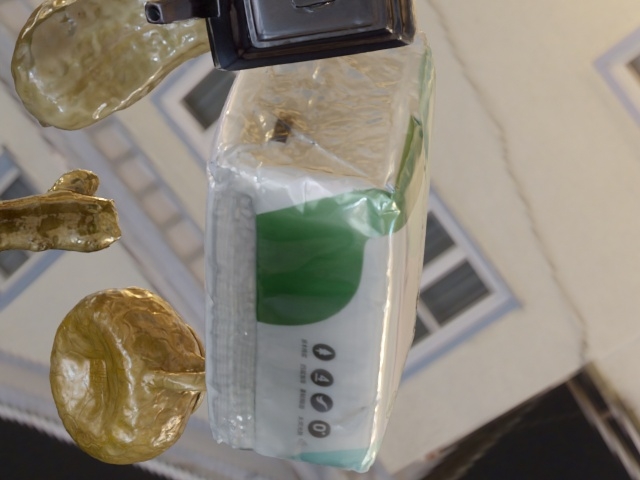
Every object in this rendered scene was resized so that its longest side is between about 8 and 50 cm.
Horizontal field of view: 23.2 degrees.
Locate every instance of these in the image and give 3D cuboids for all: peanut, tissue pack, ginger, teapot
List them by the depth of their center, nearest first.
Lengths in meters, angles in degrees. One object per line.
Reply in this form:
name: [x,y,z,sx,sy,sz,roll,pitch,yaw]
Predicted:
teapot: [-0.005,-0.136,0.831,0.096,0.177,0.087,-103,5,-75]
tissue pack: [0.002,0.001,1.480,0.194,0.356,0.266,8,-140,7]
peanut: [-0.207,-0.239,1.697,0.143,0.291,0.159,55,-179,-40]
ginger: [-0.367,-0.010,1.780,0.299,0.065,0.118,-16,-130,-32]
teapot: [-0.198,0.154,1.820,0.167,0.311,0.203,-3,-92,-41]
